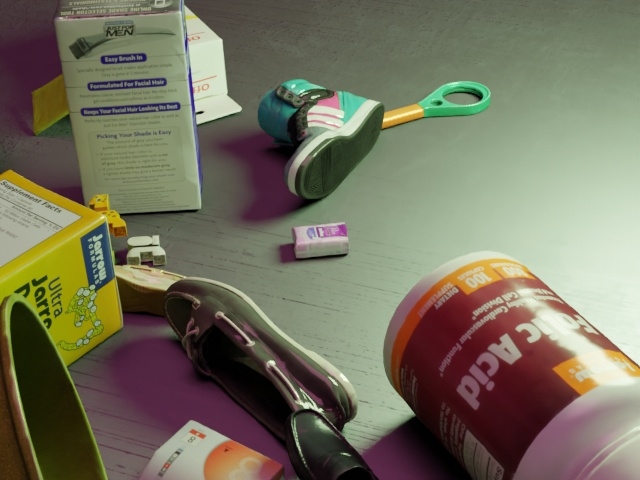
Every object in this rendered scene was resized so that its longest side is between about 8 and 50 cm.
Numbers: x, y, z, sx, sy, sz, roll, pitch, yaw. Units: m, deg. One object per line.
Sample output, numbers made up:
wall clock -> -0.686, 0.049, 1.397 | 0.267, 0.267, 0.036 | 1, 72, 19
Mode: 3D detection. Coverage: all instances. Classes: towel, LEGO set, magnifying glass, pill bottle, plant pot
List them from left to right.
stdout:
plant pot -> -0.412, 0.283, 1.256 | 0.353, 0.366, 0.366 | -19, 37, -3
towel -> -0.407, -0.275, 2.158 | 0.237, 0.021, 0.102 | -29, 47, 23
LEGO set -> -0.345, -0.016, 1.861 | 0.227, 0.087, 0.093 | -4, 35, -5
magnifying glass -> 0.195, -0.235, 2.203 | 0.231, 0.026, 0.092 | -19, 39, -22
pill bottle -> 0.256, 0.199, 1.407 | 0.224, 0.224, 0.392 | -18, 38, -22

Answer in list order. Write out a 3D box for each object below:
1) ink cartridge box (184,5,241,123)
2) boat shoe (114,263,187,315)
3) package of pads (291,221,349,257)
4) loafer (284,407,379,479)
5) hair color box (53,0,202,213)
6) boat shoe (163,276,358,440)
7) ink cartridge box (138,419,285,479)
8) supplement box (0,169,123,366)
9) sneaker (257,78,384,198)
ink cartridge box -> -0.305, -0.331, 2.278 | 0.207, 0.119, 0.353 | -19, 39, -22
boat shoe -> -0.253, 0.064, 1.770 | 0.170, 0.063, 0.059 | 14, 35, 6
package of pads -> 0.000, 0.000, 1.870 | 0.083, 0.032, 0.050 | -5, 38, -5
loafer -> 0.029, 0.269, 1.408 | 0.076, 0.078, 0.223 | -18, 52, -23
hair color box -> -0.285, -0.208, 1.912 | 0.185, 0.338, 0.110 | -3, 36, -2
boat shoe -> -0.102, 0.148, 1.596 | 0.335, 0.112, 0.095 | 30, 41, 32
ink cartridge box -> -0.151, 0.295, 1.448 | 0.145, 0.045, 0.179 | 21, 38, 29
supplement box -> -0.456, 0.093, 1.618 | 0.194, 0.195, 0.356 | 24, 43, 32
sneaker -> -0.032, -0.174, 2.036 | 0.179, 0.123, 0.295 | 19, 32, 19
